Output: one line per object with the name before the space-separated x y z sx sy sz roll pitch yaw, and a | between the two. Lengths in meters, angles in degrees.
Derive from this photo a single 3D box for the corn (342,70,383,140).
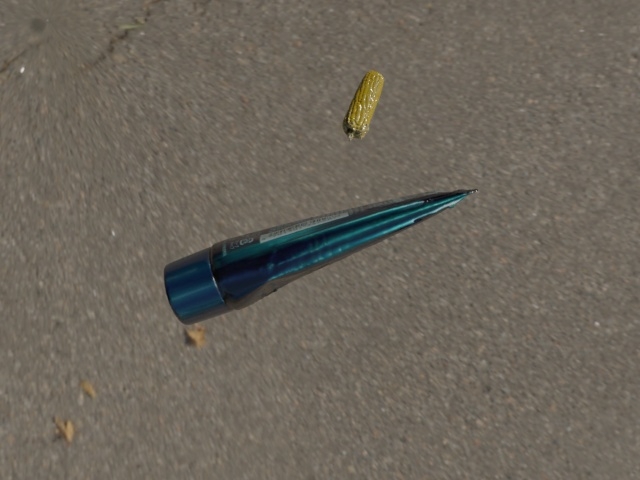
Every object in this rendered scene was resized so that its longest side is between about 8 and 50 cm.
corn | 0.044 -0.135 0.987 0.028 0.027 0.083 22 65 3

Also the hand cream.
hand cream | 0.000 0.000 0.838 0.270 0.120 0.061 -21 91 2
